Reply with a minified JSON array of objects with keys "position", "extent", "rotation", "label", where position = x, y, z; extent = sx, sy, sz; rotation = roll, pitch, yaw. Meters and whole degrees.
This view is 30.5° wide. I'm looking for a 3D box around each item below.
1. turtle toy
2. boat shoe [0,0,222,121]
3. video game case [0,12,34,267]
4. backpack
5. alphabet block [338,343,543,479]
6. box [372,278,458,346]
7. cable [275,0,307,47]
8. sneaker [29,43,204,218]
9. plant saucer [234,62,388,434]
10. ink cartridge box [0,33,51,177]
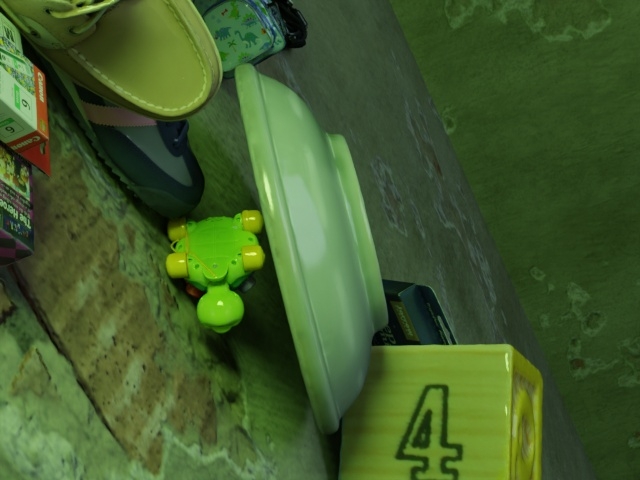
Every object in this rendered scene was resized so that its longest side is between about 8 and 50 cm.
[{"position":[-0.098,0.028,1.122],"extent":[0.130,0.095,0.066],"rotation":[-95,180,-45],"label":"turtle toy"},{"position":[-0.202,-0.206,0.905],"extent":[0.341,0.121,0.110],"rotation":[42,4,-29],"label":"boat shoe"},{"position":[-0.274,-0.119,0.769],"extent":[0.232,0.042,0.210],"rotation":[47,26,-56],"label":"video game case"},{"position":[-0.104,-0.269,1.452],"extent":[0.114,0.105,0.084],"rotation":[61,15,-9],"label":"backpack"},{"position":[0.146,0.231,1.373],"extent":[0.192,0.197,0.193],"rotation":[36,54,-64],"label":"alphabet block"},{"position":[0.106,0.117,1.560],"extent":[0.225,0.036,0.136],"rotation":[3,-60,64],"label":"box"},{"position":[-0.067,-0.373,1.835],"extent":[0.150,0.047,0.184],"rotation":[68,15,-1],"label":"cable"},{"position":[-0.162,-0.162,1.046],"extent":[0.112,0.131,0.319],"rotation":[-91,155,-56],"label":"sneaker"},{"position":[0.000,0.000,1.247],"extent":[0.400,0.101,0.400],"rotation":[167,-90,-89],"label":"plant saucer"},{"position":[-0.212,-0.098,0.816],"extent":[0.115,0.029,0.062],"rotation":[47,26,-54],"label":"ink cartridge box"}]
